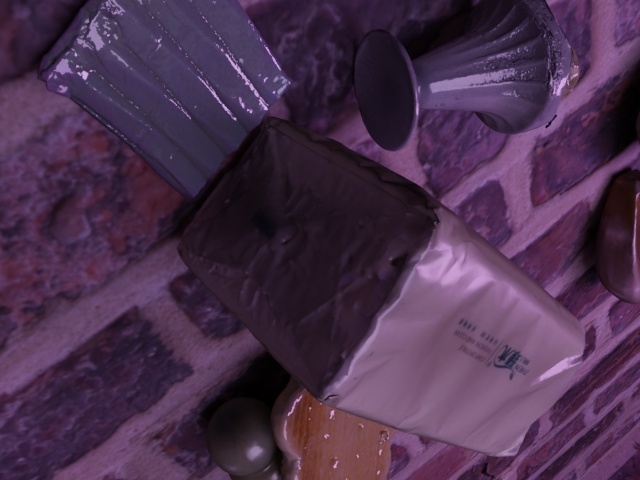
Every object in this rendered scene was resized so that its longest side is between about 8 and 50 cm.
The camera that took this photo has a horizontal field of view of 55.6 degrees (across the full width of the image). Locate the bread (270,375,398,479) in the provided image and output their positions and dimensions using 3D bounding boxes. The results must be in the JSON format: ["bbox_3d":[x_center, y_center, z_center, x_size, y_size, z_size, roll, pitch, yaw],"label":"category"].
[{"bbox_3d":[0.035,0.254,0.898,0.316,0.054,0.315,-3,94,-53],"label":"bread"}]

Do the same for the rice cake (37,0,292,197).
[{"bbox_3d":[-0.131,-0.155,0.555,0.189,0.037,0.198,-49,137,3],"label":"rice cake"}]

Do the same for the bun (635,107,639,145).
[{"bbox_3d":[0.663,-0.224,1.024,0.294,0.187,0.293,-3,117,-5],"label":"bun"}]

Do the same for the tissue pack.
[{"bbox_3d":[0.082,0.060,0.673,0.380,0.297,0.207,31,95,-42],"label":"tissue pack"}]

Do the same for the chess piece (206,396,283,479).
[{"bbox_3d":[-0.080,0.323,0.899,0.144,0.144,0.251,-38,130,-9],"label":"chess piece"}]

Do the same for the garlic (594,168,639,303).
[{"bbox_3d":[0.605,0.009,1.206,0.143,0.112,0.318,-44,136,-37],"label":"garlic"}]

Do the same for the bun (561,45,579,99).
[{"bbox_3d":[0.329,-0.229,0.848,0.086,0.055,0.086,-22,133,-25],"label":"bun"}]

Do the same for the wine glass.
[{"bbox_3d":[0.151,-0.183,0.672,0.197,0.165,0.164,-17,130,-23],"label":"wine glass"}]
